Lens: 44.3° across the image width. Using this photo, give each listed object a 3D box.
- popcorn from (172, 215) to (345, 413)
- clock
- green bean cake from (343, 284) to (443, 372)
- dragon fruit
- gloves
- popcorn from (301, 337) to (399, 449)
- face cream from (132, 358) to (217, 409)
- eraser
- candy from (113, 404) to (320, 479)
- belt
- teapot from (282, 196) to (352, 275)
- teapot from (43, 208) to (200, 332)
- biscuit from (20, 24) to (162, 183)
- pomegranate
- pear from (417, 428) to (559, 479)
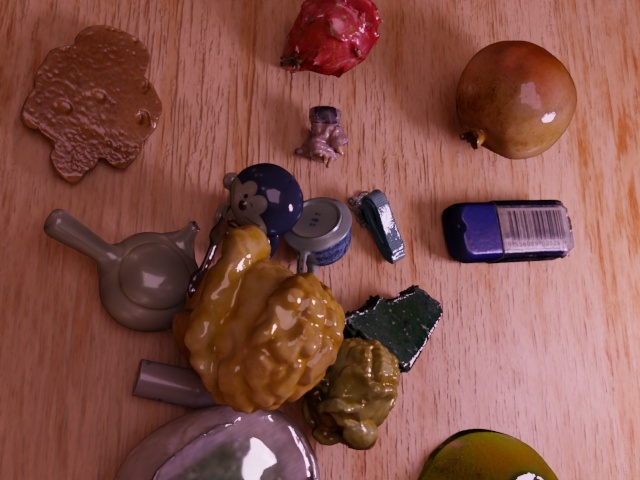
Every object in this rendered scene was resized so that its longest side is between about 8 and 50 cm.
[{"bbox_3d":[-0.126,0.138,1.490,0.349,0.349,0.382,-32,106,-27],"label":"popcorn"},{"bbox_3d":[-0.132,-0.068,1.658,0.146,0.243,0.200,-34,87,-29],"label":"clock"},{"bbox_3d":[0.151,0.179,1.775,0.193,0.107,0.208,39,63,-4],"label":"green bean cake"},{"bbox_3d":[0.022,-0.489,1.880,0.268,0.205,0.210,-35,52,-6],"label":"dragon fruit"},{"bbox_3d":[0.009,-0.246,1.854,0.110,0.094,0.144,20,87,-6],"label":"gloves"},{"bbox_3d":[0.065,0.312,1.623,0.195,0.256,0.255,36,35,0],"label":"popcorn"},{"bbox_3d":[-0.247,0.302,1.586,0.250,0.077,0.077,15,69,-16],"label":"face cream"},{"bbox_3d":[0.475,-0.019,1.974,0.332,0.101,0.155,-2,77,-22],"label":"eraser"},{"bbox_3d":[-0.185,0.501,1.489,0.427,0.186,0.386,-32,94,-30],"label":"candy"},{"bbox_3d":[0.140,-0.031,1.862,0.065,0.100,0.179,-27,100,-28],"label":"belt"},{"bbox_3d":[0.000,0.000,1.757,0.159,0.159,0.232,34,55,-10],"label":"teapot"},{"bbox_3d":[-0.389,0.067,1.560,0.318,0.149,0.220,5,71,-22],"label":"teapot"},{"bbox_3d":[-0.482,-0.290,1.687,0.269,0.051,0.376,22,68,-18],"label":"biscuit"},{"bbox_3d":[0.479,-0.346,1.976,0.319,0.319,0.319,7,71,-21],"label":"pomegranate"},{"bbox_3d":[0.409,0.610,1.712,0.398,0.165,0.399,7,71,-21],"label":"pear"}]
